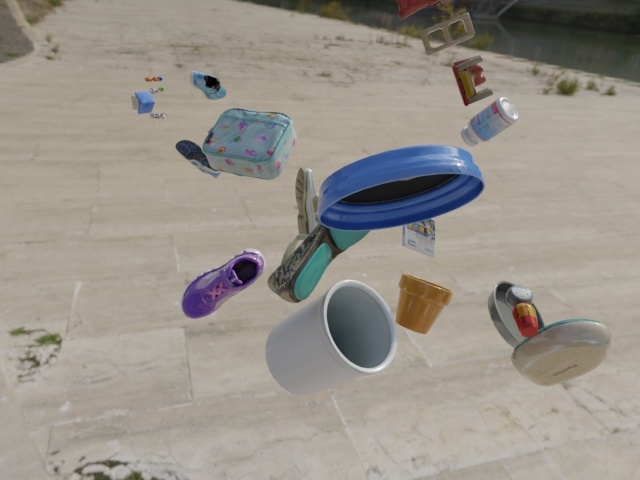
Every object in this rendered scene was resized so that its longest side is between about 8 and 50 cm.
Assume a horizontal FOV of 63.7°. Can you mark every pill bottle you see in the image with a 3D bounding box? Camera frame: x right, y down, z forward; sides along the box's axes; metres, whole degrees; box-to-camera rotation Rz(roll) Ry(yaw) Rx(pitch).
[{"bbox_3d":[0.506,-0.352,1.554,0.087,0.160,0.087,18,56,-29],"label":"pill bottle"}]

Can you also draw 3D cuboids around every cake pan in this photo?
[{"bbox_3d":[0.736,0.291,1.939,0.293,0.054,0.293,24,45,-27],"label":"cake pan"}]

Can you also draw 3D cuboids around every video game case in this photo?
[{"bbox_3d":[0.433,-0.035,2.261,0.201,0.183,0.023,20,-25,-35],"label":"video game case"}]

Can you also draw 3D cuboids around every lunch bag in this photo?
[{"bbox_3d":[-0.228,-0.319,1.645,0.279,0.108,0.224,14,64,21],"label":"lunch bag"}]

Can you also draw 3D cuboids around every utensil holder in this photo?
[{"bbox_3d":[0.030,0.365,1.848,0.328,0.385,0.327,21,52,-29],"label":"utensil holder"}]

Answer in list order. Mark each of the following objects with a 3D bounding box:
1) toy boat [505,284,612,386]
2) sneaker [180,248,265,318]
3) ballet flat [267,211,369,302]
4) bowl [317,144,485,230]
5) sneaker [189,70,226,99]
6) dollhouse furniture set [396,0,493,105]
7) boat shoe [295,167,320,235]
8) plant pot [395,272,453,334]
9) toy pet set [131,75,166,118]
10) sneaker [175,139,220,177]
[{"bbox_3d":[0.607,0.248,1.371,0.318,0.267,0.148,40,33,-25],"label":"toy boat"},{"bbox_3d":[-0.231,0.103,1.238,0.236,0.095,0.104,-36,11,-12],"label":"sneaker"},{"bbox_3d":[0.000,0.000,1.692,0.182,0.164,0.483,19,56,41],"label":"ballet flat"},{"bbox_3d":[0.181,-0.115,1.209,0.391,0.077,0.391,-9,-14,-2],"label":"bowl"},{"bbox_3d":[-0.355,-0.503,1.691,0.073,0.063,0.162,10,0,24],"label":"sneaker"},{"bbox_3d":[0.302,-0.527,1.310,0.152,0.374,0.201,-18,16,19],"label":"dollhouse furniture set"},{"bbox_3d":[-0.038,-0.152,2.088,0.103,0.302,0.113,-8,25,-16],"label":"boat shoe"},{"bbox_3d":[0.377,0.247,1.961,0.205,0.187,0.205,20,3,-1],"label":"plant pot"},{"bbox_3d":[-0.488,-0.414,1.501,0.065,0.122,0.114,13,24,39],"label":"toy pet set"},{"bbox_3d":[-0.473,-0.311,1.988,0.211,0.081,0.080,35,62,8],"label":"sneaker"}]
